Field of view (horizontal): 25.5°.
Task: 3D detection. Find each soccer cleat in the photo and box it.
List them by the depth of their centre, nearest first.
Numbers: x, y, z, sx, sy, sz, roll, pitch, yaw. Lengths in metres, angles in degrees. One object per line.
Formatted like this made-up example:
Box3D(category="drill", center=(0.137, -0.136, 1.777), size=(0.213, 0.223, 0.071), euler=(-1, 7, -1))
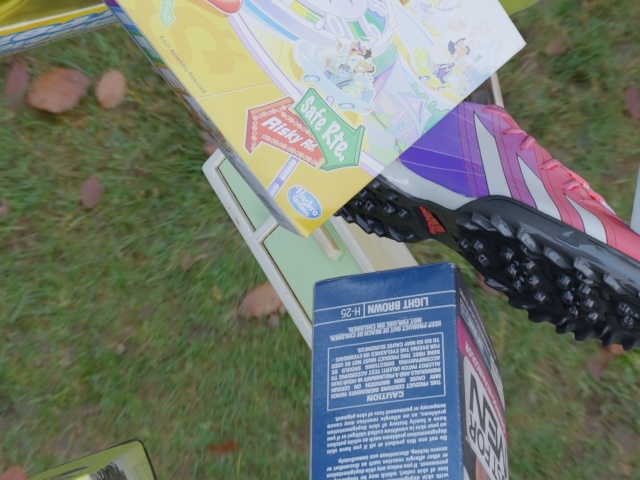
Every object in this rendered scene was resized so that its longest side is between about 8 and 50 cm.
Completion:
Box3D(category="soccer cleat", center=(0.123, -0.033, 0.927), size=(0.116, 0.318, 0.108), euler=(-46, 136, -18))

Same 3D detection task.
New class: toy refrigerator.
Box3D(category="toy refrigerator", center=(0.000, 0.000, 1.337), size=(0.102, 0.094, 0.269), euler=(-46, 60, 25))

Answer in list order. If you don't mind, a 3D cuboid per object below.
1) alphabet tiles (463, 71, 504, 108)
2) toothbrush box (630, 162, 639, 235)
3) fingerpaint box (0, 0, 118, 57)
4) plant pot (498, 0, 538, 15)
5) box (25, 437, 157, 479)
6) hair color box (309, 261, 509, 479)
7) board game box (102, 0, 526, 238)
Box3D(category="alphabet tiles", center=(0.082, -0.155, 1.119), size=(0.009, 0.198, 0.237), euler=(-11, 91, -21))
Box3D(category="toothbrush box", center=(0.445, -0.066, 1.469), size=(0.126, 0.216, 0.295), euler=(-5, 110, -27))
Box3D(category="fingerpaint box", center=(-0.057, -0.237, 0.753), size=(0.445, 0.371, 0.163), euler=(-22, 93, -27))
Box3D(category="plant pot", center=(0.100, -0.363, 1.270), size=(0.275, 0.293, 0.274), euler=(-2, 84, 20))
Box3D(category="box", center=(-0.089, 0.129, 0.545), size=(0.058, 0.232, 0.087), euler=(-19, 87, -5))
Box3D(category="hair color box", center=(0.064, 0.207, 0.912), size=(0.105, 0.174, 0.347), euler=(-9, 56, 15))
Box3D(category="board game box", center=(-0.015, -0.092, 0.457), size=(0.103, 0.026, 0.154), euler=(-42, 112, -9))
